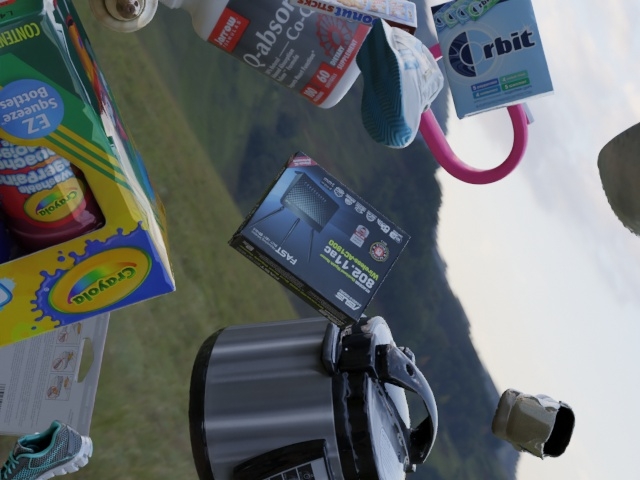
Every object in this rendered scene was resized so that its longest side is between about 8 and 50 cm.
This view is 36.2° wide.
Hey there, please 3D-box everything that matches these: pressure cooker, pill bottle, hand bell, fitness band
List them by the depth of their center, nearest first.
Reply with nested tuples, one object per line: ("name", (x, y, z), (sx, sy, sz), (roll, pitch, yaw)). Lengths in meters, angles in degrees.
("pill bottle", (-0.090, -0.399, 1.679), (0.363, 0.210, 0.210), (28, 11, -12))
("hand bell", (-0.337, -0.409, 1.695), (0.126, 0.126, 0.242), (66, -4, -22))
("pressure cooker", (0.003, 0.316, 1.818), (0.370, 0.420, 0.376), (-1, 84, -76))
("fitness band", (0.286, -0.248, 1.891), (0.054, 0.209, 0.291), (-28, 91, -58))

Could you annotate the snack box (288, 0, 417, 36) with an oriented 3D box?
("snack box", (0.045, -0.325, 1.343), (0.064, 0.178, 0.022), (-88, -165, -46))

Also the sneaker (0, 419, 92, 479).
("sneaker", (-0.386, 0.287, 1.278), (0.065, 0.166, 0.076), (52, -9, 48))

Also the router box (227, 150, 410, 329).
("router box", (0.000, 0.000, 0.803), (0.122, 0.092, 0.038), (37, -24, -8))

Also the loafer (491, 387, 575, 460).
("loafer", (0.187, 0.158, 0.817), (0.050, 0.056, 0.148), (20, 0, 33))

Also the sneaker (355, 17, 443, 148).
("sneaker", (0.102, -0.184, 1.162), (0.092, 0.087, 0.229), (23, 37, -18))

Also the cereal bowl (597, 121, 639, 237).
("cereal bowl", (0.477, -0.063, 1.049), (0.339, 0.338, 0.141), (60, 21, -76))

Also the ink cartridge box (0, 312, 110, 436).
("ink cartridge box", (-0.527, 0.240, 1.937), (0.066, 0.261, 0.296), (43, 50, -62))

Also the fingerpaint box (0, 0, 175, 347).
("fingerpaint box", (-0.424, -0.050, 1.034), (0.163, 0.444, 0.371), (-109, -178, -49))

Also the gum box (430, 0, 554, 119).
("gum box", (0.273, -0.303, 1.559), (0.041, 0.157, 0.184), (7, 70, -75))
